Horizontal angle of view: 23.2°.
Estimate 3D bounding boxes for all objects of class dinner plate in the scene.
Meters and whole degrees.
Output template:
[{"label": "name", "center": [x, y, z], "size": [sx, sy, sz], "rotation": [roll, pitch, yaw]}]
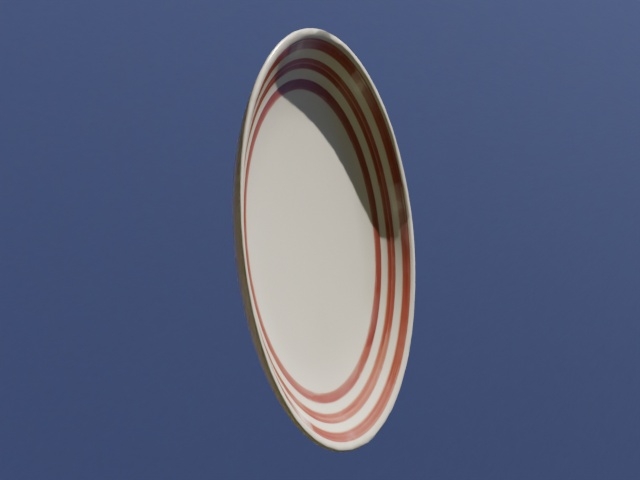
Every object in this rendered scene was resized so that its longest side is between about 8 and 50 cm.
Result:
[{"label": "dinner plate", "center": [0.000, 0.000, 0.523], "size": [0.017, 0.141, 0.141], "rotation": [-4, -86, 26]}]
